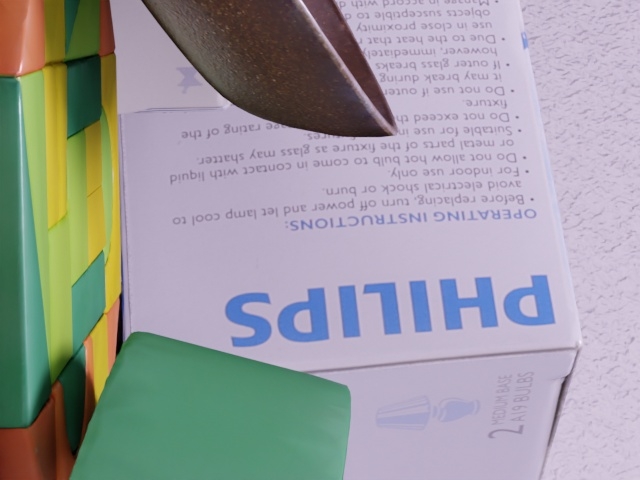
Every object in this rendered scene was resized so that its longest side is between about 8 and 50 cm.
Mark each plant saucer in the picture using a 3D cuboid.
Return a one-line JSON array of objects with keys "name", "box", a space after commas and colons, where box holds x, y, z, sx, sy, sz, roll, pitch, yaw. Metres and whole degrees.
[{"name": "plant saucer", "box": [-0.069, -0.161, 0.701, 0.310, 0.050, 0.310, 59, 7, -12]}]

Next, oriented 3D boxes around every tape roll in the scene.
[{"name": "tape roll", "box": [-0.067, 0.191, 0.620, 0.321, 0.077, 0.321, -166, -90, -89]}]

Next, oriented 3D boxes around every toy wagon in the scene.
[{"name": "toy wagon", "box": [-0.113, -0.001, 0.622, 0.344, 0.068, 0.267, -93, -178, -83]}]

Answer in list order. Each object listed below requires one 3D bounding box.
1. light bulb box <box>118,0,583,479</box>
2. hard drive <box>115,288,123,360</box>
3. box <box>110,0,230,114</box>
[{"name": "light bulb box", "box": [0.000, 0.000, 1.143, 0.358, 0.225, 0.361, 90, -6, -59]}, {"name": "hard drive", "box": [-0.125, 0.198, 1.029, 0.210, 0.040, 0.318, -92, -179, -79]}, {"name": "box", "box": [-0.096, -0.182, 0.955, 0.275, 0.113, 0.094, -93, -179, -47]}]
